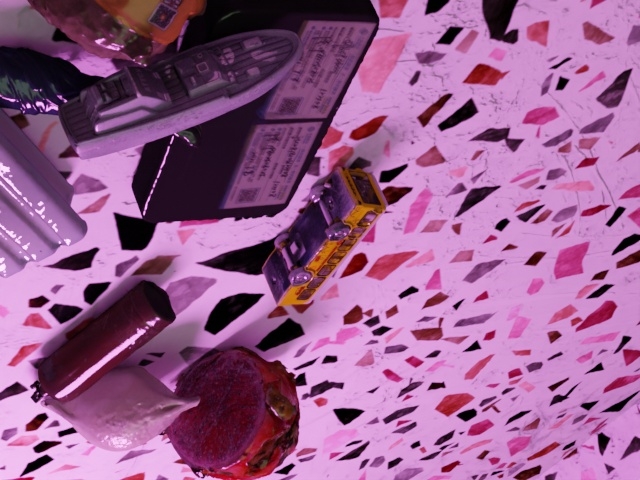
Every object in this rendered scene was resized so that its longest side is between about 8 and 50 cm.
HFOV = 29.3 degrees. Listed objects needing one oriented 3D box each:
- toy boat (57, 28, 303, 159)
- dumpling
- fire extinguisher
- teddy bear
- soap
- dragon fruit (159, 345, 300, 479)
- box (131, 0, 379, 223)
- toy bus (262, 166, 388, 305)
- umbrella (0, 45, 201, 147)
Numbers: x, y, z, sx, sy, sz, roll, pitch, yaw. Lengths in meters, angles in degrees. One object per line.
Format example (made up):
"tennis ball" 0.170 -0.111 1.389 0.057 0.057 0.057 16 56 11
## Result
"toy boat" -0.137 -0.158 1.241 0.260 0.078 0.085 -22 155 -12
"dumpling" -0.286 0.252 1.817 0.215 0.126 0.166 -27 165 -2
"fire extinguisher" -0.314 0.154 1.705 0.267 0.072 0.089 -38 -173 19
"teddy bear" -0.163 -0.256 1.153 0.177 0.140 0.190 18 120 -44
"soap" -0.383 -0.062 1.318 0.159 0.088 0.265 -27 148 3
"dragon fruit" -0.130 0.273 1.891 0.282 0.211 0.147 -14 151 35
"box" -0.081 -0.153 1.423 0.211 0.058 0.350 -5 143 -31
"toy bus" 0.000 0.000 1.674 0.074 0.081 0.226 4 138 -36
"umbrella" -0.235 -0.150 1.292 0.248 0.071 0.071 11 135 -29
